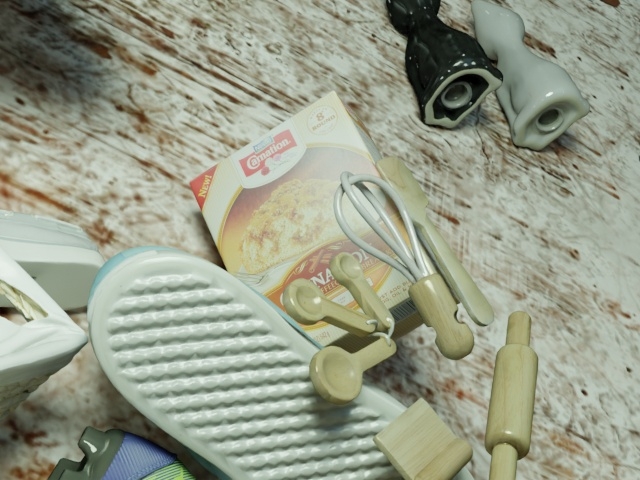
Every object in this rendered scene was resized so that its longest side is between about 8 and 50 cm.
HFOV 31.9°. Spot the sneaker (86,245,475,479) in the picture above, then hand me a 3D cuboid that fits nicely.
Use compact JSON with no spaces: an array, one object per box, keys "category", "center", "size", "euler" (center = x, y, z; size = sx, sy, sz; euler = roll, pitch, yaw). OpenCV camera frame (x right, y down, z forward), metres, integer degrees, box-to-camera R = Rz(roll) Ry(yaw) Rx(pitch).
[{"category":"sneaker","center":[-0.012,0.132,0.767],"size":[0.366,0.135,0.150],"euler":[50,-5,-16]}]

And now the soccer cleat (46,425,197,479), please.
[{"category":"soccer cleat","center":[-0.127,0.229,0.612],"size":[0.121,0.093,0.289],"euler":[31,40,-13]}]

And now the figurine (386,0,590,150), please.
[{"category":"figurine","center":[0.180,-0.217,1.274],"size":[0.215,0.092,0.209],"euler":[10,44,-32]}]

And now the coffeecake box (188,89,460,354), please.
[{"category":"coffeecake box","center":[0.000,0.000,0.877],"size":[0.185,0.142,0.068],"euler":[63,11,27]}]

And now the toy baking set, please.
[{"category":"toy baking set","center":[0.073,0.049,0.743],"size":[0.197,0.030,0.256],"euler":[40,40,-15]}]

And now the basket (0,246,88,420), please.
[{"category":"basket","center":[-0.227,0.061,0.635],"size":[0.113,0.103,0.167],"euler":[45,7,6]}]

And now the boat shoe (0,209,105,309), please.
[{"category":"boat shoe","center":[-0.235,0.003,0.767],"size":[0.184,0.066,0.063],"euler":[3,37,-32]}]
